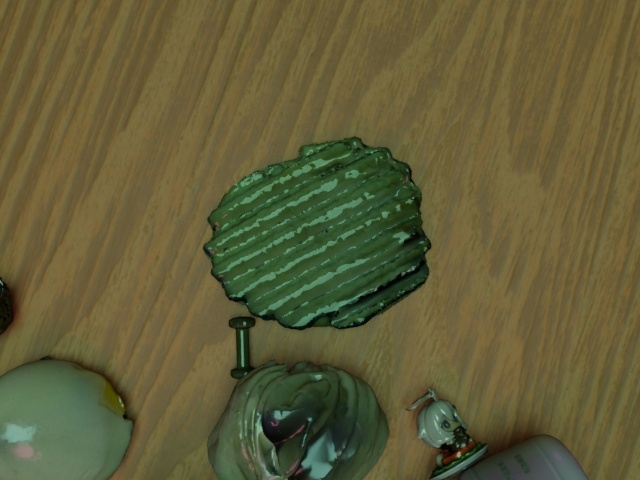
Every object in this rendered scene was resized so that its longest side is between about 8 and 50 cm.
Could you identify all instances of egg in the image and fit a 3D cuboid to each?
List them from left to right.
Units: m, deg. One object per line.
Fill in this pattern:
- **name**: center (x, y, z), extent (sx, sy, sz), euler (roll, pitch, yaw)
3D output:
- **egg**: center (-0.500, 0.358, 1.381), extent (0.286, 0.174, 0.264), euler (22, 91, -3)

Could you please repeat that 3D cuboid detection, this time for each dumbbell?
- **dumbbell**: center (-0.147, 0.204, 1.451), extent (0.052, 0.046, 0.118), euler (-3, 87, 5)

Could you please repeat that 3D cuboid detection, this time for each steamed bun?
- **steamed bun**: center (-0.035, 0.339, 1.348), extent (0.320, 0.206, 0.275), euler (-28, 85, -17)

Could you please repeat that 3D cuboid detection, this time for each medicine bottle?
- **medicine bottle**: center (0.321, 0.515, 1.336), extent (0.325, 0.256, 0.256), euler (-26, 88, -1)

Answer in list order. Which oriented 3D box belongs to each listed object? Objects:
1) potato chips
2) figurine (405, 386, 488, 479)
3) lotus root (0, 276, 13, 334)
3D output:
- **potato chips**: center (0.000, 0.000, 1.453), extent (0.429, 0.070, 0.358), euler (-26, 85, -2)
- **figurine**: center (0.220, 0.354, 1.421), extent (0.132, 0.132, 0.154), euler (-31, 76, -1)
- **lotus root**: center (-0.691, 0.132, 1.415), extent (0.241, 0.123, 0.124), euler (0, 59, 3)
